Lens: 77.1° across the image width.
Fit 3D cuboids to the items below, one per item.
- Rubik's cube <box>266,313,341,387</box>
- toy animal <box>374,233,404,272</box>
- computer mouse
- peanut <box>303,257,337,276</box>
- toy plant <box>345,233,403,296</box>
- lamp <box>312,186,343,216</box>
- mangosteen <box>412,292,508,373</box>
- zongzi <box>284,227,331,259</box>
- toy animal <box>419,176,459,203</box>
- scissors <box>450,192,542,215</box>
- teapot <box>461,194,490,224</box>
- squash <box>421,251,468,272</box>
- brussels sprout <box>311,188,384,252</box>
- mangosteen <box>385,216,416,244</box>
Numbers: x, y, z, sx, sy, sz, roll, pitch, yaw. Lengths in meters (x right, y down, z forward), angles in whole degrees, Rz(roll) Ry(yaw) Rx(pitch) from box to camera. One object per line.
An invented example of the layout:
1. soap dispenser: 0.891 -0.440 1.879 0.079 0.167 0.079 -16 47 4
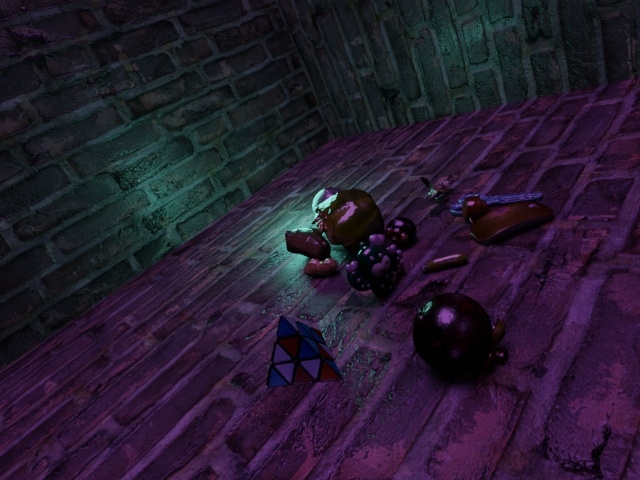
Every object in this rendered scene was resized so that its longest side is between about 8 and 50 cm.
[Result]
1. Rubik's cube: -0.069 0.321 1.375 0.285 0.234 0.250 -13 26 28
2. toy animal: 0.271 0.047 1.734 0.273 0.160 0.197 12 41 44
3. computer mouse: 0.754 -0.082 1.597 0.311 0.071 0.158 -22 26 6
4. peanut: 0.000 0.124 1.885 0.193 0.089 0.089 -8 29 34
5. toy plant: 0.209 0.099 1.538 0.113 0.243 0.232 15 72 56
6. lamp: 0.068 -0.198 2.302 0.233 0.233 0.265 -26 29 -1
7. mangosteen: 0.388 0.266 1.109 0.266 0.228 0.228 24 38 5
8. zongzi: 0.000 0.000 2.123 0.274 0.145 0.300 18 25 40
9. toy animal: 0.577 -0.237 2.065 0.155 0.219 0.095 -53 17 49
10. scissors: 0.779 -0.177 1.808 0.393 0.032 0.180 -4 32 39
11. teapot: 0.680 -0.131 1.740 0.116 0.116 0.173 -14 53 25
12. squash: 0.477 0.084 1.555 0.184 0.052 0.052 -19 25 23
13. brussels sprout: 0.144 -0.095 1.977 0.314 0.276 0.371 -48 33 -10
14. mangosteen: 0.356 -0.034 1.806 0.137 0.137 0.151 -4 23 39
